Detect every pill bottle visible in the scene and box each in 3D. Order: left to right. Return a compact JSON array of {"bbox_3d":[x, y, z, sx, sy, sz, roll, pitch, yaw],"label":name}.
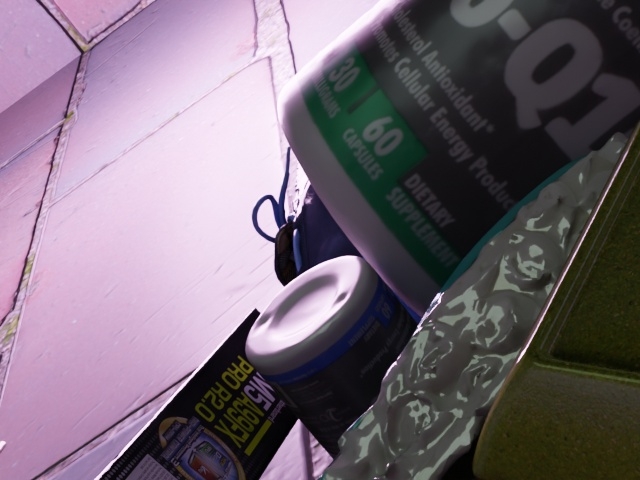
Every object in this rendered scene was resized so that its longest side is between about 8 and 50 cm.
[{"bbox_3d":[0.032,0.081,0.758,0.078,0.137,0.078,-33,22,15],"label":"pill bottle"},{"bbox_3d":[0.171,-0.116,0.799,0.361,0.204,0.204,-40,20,13],"label":"pill bottle"}]

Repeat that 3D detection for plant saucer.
[{"bbox_3d":[0.162,0.016,0.548,0.188,0.045,0.188,7,54,39],"label":"plant saucer"}]

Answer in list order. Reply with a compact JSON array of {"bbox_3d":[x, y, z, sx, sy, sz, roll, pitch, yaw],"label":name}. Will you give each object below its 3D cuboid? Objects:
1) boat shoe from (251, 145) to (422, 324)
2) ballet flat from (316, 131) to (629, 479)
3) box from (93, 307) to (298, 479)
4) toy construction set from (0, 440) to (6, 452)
[{"bbox_3d":[0.000,0.000,1.022,0.089,0.109,0.258,-37,19,13],"label":"boat shoe"},{"bbox_3d":[0.064,0.135,0.642,0.409,0.147,0.147,-48,23,-12],"label":"ballet flat"},{"bbox_3d":[-0.110,0.163,0.750,0.216,0.060,0.270,-50,-1,19],"label":"box"},{"bbox_3d":[-0.377,0.196,1.120,0.309,0.257,0.237,-11,15,12],"label":"toy construction set"}]
